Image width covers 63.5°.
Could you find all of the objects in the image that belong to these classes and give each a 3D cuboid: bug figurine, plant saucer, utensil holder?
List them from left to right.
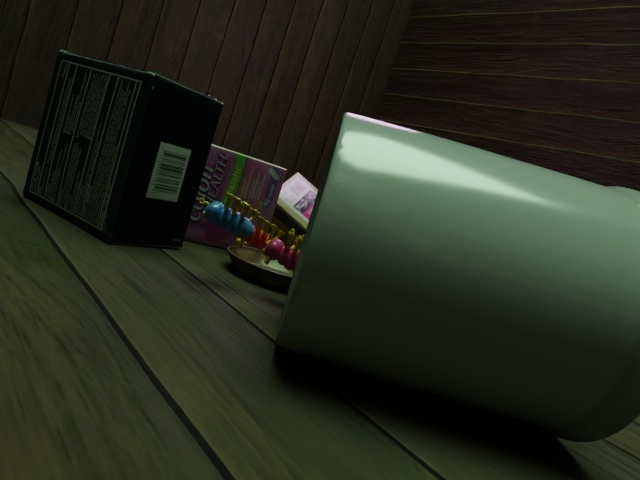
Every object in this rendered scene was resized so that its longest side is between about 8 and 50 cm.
[{"bbox_3d":[-0.090,0.003,0.911,0.216,0.072,0.279,28,-4,12],"label":"bug figurine"},{"bbox_3d":[-0.092,0.058,1.018,0.198,0.036,0.198,19,7,-2],"label":"plant saucer"},{"bbox_3d":[0.168,0.037,0.659,0.385,0.328,0.327,17,6,-3],"label":"utensil holder"}]

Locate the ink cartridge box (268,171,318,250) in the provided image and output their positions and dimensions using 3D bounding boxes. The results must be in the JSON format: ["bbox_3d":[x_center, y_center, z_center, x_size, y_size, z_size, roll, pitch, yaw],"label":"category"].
[{"bbox_3d":[-0.048,-0.065,1.380,0.193,0.088,0.235,39,28,-2],"label":"ink cartridge box"}]

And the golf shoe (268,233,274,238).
[{"bbox_3d":[-0.081,-0.038,1.560,0.140,0.115,0.306,7,8,31],"label":"golf shoe"}]

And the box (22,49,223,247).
[{"bbox_3d":[-0.380,-0.175,0.990,0.294,0.297,0.182,23,8,30],"label":"box"}]

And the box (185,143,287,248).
[{"bbox_3d":[-0.231,-0.102,1.175,0.242,0.214,0.117,15,7,-32],"label":"box"}]
